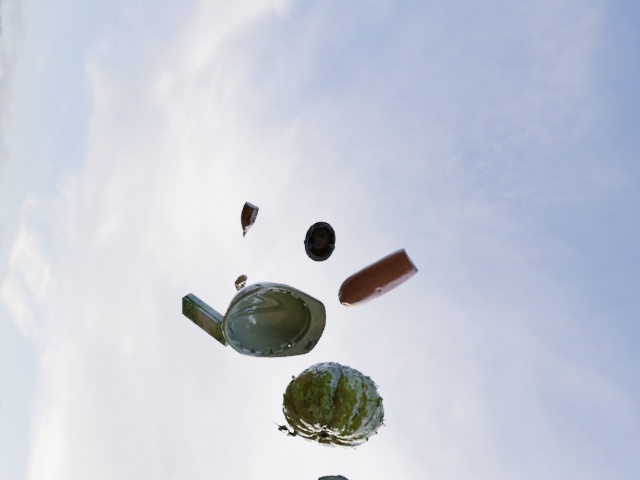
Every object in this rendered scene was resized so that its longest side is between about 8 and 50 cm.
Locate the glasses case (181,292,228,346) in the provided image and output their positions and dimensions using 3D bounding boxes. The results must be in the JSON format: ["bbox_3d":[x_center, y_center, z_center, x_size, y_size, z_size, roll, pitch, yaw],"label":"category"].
[{"bbox_3d":[-0.455,0.318,2.358,0.272,0.062,0.095,30,-51,29],"label":"glasses case"}]

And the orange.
[{"bbox_3d":[0.036,0.466,1.679,0.301,0.300,0.223,125,-17,-50],"label":"orange"}]

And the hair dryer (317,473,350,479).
[{"bbox_3d":[0.095,0.666,1.550,0.167,0.199,0.067,5,-106,26],"label":"hair dryer"}]

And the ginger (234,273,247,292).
[{"bbox_3d":[-0.208,0.235,2.002,0.258,0.065,0.149,50,-22,11],"label":"ginger"}]

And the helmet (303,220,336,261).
[{"bbox_3d":[0.000,0.000,1.772,0.070,0.098,0.123,-68,170,-82],"label":"helmet"}]

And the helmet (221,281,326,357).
[{"bbox_3d":[-0.127,0.179,1.448,0.137,0.258,0.204,49,-56,61],"label":"helmet"}]

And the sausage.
[{"bbox_3d":[0.170,0.122,1.786,0.259,0.113,0.113,-30,-122,6],"label":"sausage"}]

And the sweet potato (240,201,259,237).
[{"bbox_3d":[-0.208,-0.057,1.659,0.049,0.049,0.117,47,-51,43],"label":"sweet potato"}]
